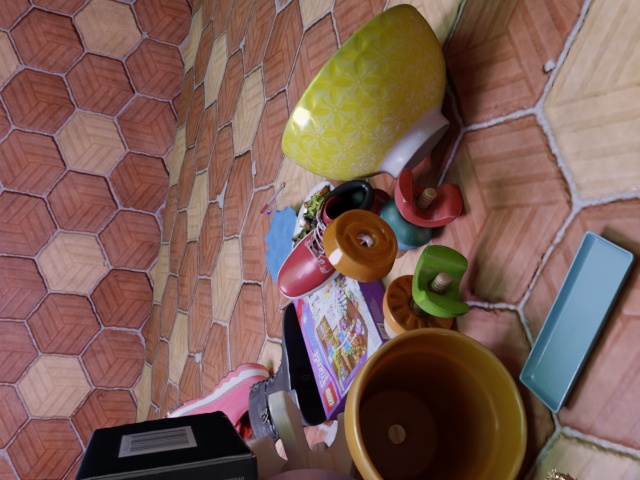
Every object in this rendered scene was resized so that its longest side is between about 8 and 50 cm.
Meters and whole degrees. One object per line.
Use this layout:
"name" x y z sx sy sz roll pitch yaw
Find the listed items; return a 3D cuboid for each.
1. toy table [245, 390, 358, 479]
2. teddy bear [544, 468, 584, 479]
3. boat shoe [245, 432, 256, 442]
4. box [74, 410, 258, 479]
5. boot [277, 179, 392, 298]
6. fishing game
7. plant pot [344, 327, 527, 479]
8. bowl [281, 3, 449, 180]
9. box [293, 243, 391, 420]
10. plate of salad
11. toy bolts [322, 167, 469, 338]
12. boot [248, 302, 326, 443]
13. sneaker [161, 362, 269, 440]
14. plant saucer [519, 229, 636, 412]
"toy table" -0.013 0.354 0.968 0.274 0.251 0.161 79 179 -46
"teddy bear" 0.241 0.333 0.474 0.245 0.113 0.338 65 -166 0
"boat shoe" -0.156 0.524 1.415 0.065 0.075 0.206 40 -136 -69
"box" -0.193 0.461 0.839 0.293 0.211 0.396 164 102 -74
"boot" 0.000 0.000 0.997 0.244 0.176 0.088 -43 74 13
"fishing game" -0.074 0.011 1.415 0.189 0.041 0.264 -47 49 50
"plant pot" 0.117 0.230 0.788 0.188 0.204 0.205 118 152 -65
"bowl" 0.098 -0.184 0.946 0.156 0.289 0.289 44 133 10
"box" 0.040 0.135 1.113 0.201 0.057 0.293 -61 32 33
"plate of salad" -0.020 -0.014 1.169 0.200 0.048 0.200 -39 46 54
"toy bolts" 0.094 0.022 0.903 0.158 0.218 0.229 122 165 -51
"boot" -0.084 0.277 1.266 0.229 0.091 0.263 -36 52 49
"sneaker" -0.229 0.401 1.380 0.313 0.116 0.136 -37 45 -4
"plant saucer" 0.276 0.089 0.685 0.067 0.018 0.192 49 125 58
